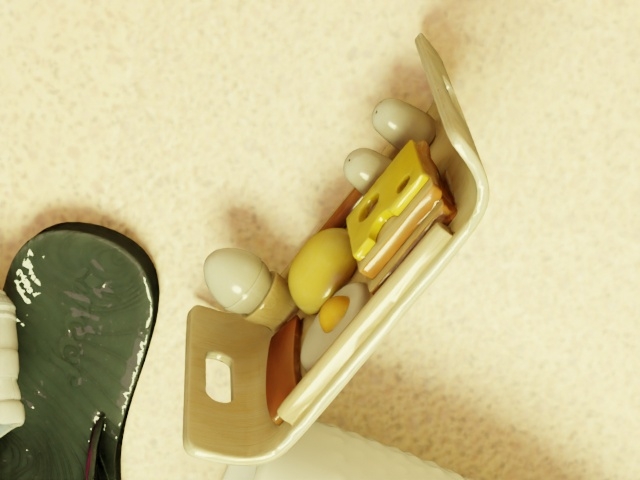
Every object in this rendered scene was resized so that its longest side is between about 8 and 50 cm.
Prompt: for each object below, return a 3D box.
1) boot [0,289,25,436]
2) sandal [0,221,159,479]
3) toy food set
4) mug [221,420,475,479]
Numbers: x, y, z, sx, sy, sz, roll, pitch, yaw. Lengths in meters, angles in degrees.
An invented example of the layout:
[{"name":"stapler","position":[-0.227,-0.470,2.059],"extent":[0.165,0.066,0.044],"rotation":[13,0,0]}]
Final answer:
[{"name":"boot","position":[-0.350,0.133,1.219],"extent":[0.258,0.095,0.123],"rotation":[-22,71,31]},{"name":"sandal","position":[-0.242,0.205,1.260],"extent":[0.168,0.107,0.445],"rotation":[10,107,5]},{"name":"toy food set","position":[0.000,0.000,1.100],"extent":[0.092,0.219,0.306],"rotation":[33,109,-17]},{"name":"mug","position":[0.049,0.340,1.200],"extent":[0.328,0.276,0.374],"rotation":[20,138,-6]}]
